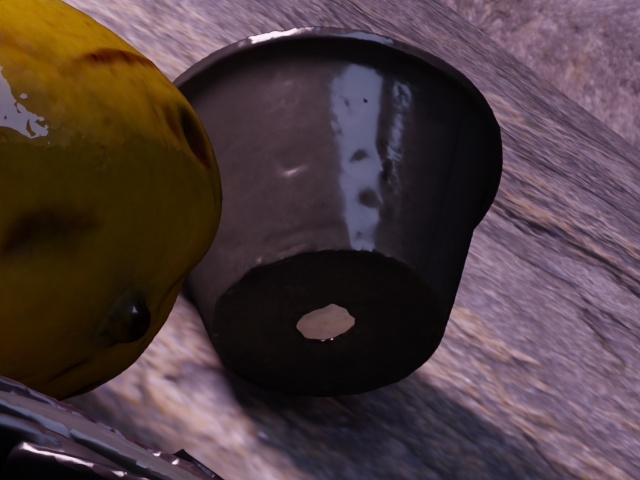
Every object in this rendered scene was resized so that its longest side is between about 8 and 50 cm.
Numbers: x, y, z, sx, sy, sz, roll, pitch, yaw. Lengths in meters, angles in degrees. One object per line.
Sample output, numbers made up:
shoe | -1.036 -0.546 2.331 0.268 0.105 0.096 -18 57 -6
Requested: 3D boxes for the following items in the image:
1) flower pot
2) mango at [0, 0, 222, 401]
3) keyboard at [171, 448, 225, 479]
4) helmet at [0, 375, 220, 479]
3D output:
flower pot | 0.000 0.000 0.991 0.269 0.269 0.166 22 42 -22
mango | -0.270 -0.063 0.740 0.445 0.221 0.301 23 17 -5
keyboard | -0.098 0.155 0.755 0.063 0.010 0.198 35 20 16
helmet | -0.130 0.180 0.375 0.271 0.197 0.338 25 26 11
